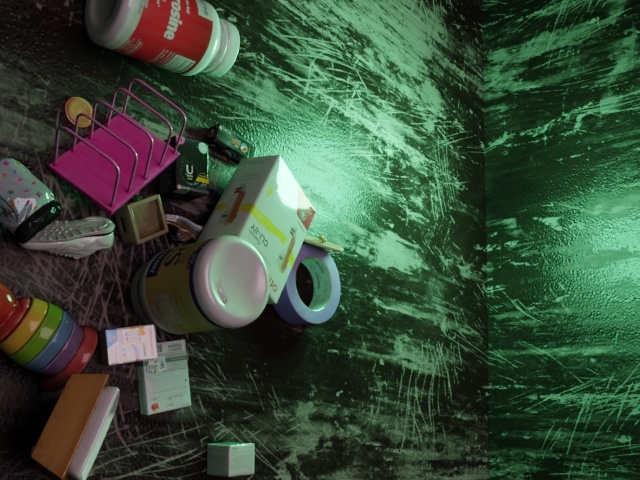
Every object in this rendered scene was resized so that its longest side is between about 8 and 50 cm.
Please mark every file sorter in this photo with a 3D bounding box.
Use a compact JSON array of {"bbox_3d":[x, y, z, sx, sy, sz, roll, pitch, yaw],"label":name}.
[{"bbox_3d":[-0.513,-0.256,1.749,0.202,0.182,0.291,36,48,1],"label":"file sorter"}]

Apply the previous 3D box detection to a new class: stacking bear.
[{"bbox_3d":[-0.672,0.198,1.540,0.289,0.164,0.175,42,53,-29],"label":"stacking bear"}]

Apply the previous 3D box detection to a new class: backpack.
[{"bbox_3d":[-0.708,-0.100,1.578,0.182,0.115,0.152,46,39,-8],"label":"backpack"}]

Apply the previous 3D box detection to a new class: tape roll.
[{"bbox_3d":[-0.052,0.150,2.311,0.275,0.090,0.275,14,70,-46],"label":"tape roll"}]

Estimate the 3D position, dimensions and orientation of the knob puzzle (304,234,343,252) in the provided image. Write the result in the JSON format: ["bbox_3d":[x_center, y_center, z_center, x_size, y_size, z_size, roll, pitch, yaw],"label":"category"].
[{"bbox_3d":[0.000,0.000,2.326,0.213,0.213,0.030,13,97,-47],"label":"knob puzzle"}]

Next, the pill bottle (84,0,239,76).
[{"bbox_3d":[-0.440,-0.610,1.943,0.407,0.229,0.229,10,74,-48],"label":"pill bottle"}]

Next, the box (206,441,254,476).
[{"bbox_3d":[-0.257,0.627,1.946,0.102,0.101,0.087,14,71,-47],"label":"box"}]

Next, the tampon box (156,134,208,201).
[{"bbox_3d":[-0.403,-0.208,1.982,0.120,0.101,0.161,8,74,-49],"label":"tampon box"}]

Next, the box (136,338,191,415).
[{"bbox_3d":[-0.430,0.372,1.859,0.145,0.038,0.186,0,80,-48],"label":"box"}]

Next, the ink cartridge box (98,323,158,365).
[{"bbox_3d":[-0.487,0.267,1.748,0.143,0.090,0.092,-4,83,-29],"label":"ink cartridge box"}]

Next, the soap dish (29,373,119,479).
[{"bbox_3d":[-0.552,0.433,1.534,0.118,0.291,0.229,22,61,-7],"label":"soap dish"}]

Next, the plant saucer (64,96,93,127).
[{"bbox_3d":[-0.642,-0.342,1.808,0.083,0.013,0.083,14,71,-47],"label":"plant saucer"}]

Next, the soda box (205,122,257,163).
[{"bbox_3d":[-0.285,-0.306,2.180,0.169,0.053,0.060,30,60,-40],"label":"soda box"}]

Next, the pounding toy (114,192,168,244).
[{"bbox_3d":[-0.498,-0.077,1.862,0.130,0.100,0.141,-29,114,-48],"label":"pounding toy"}]

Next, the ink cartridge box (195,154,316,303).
[{"bbox_3d":[-0.192,-0.031,2.104,0.279,0.160,0.385,57,43,-41],"label":"ink cartridge box"}]

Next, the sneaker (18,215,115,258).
[{"bbox_3d":[-0.629,0.005,1.688,0.235,0.090,0.095,-6,129,-35],"label":"sneaker"}]

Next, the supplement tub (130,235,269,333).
[{"bbox_3d":[-0.327,0.125,1.812,0.241,0.331,0.241,15,70,-47],"label":"supplement tub"}]

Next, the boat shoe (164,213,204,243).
[{"bbox_3d":[-0.401,-0.025,1.968,0.183,0.066,0.066,22,66,-44],"label":"boat shoe"}]
